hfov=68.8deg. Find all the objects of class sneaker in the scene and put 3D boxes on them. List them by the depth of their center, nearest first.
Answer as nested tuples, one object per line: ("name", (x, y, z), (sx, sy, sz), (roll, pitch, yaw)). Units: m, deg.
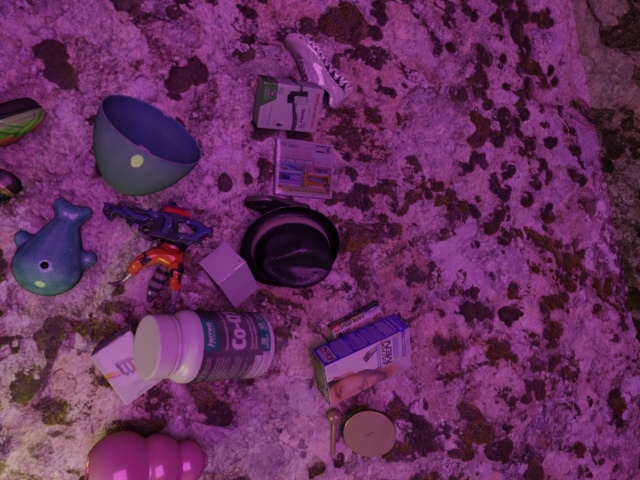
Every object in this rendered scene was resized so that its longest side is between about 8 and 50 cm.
("sneaker", (-0.968, -0.321, 1.171), (0.481, 0.185, 0.203), (-12, 98, -22))
("sneaker", (-0.146, -0.076, 1.545), (0.227, 0.087, 0.131), (13, 78, -26))
("sneaker", (-0.021, -0.578, 1.596), (0.292, 0.110, 0.118), (43, 84, -15))

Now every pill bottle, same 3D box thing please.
("pill bottle", (-0.329, 0.304, 1.349), (0.360, 0.204, 0.205), (10, 86, -43))

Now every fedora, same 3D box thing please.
("fedora", (-0.082, 0.052, 1.481), (0.333, 0.152, 0.335), (-8, 119, -15))

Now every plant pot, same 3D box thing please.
("plant pot", (-0.516, -0.240, 1.325), (0.290, 0.290, 0.195), (33, 114, -18))

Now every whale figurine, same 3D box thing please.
("whale figurine", (-0.728, 0.019, 1.284), (0.216, 0.141, 0.272), (23, 81, -20))

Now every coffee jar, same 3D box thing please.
("coffee jar", (-0.893, -0.114, 1.244), (0.184, 0.096, 0.079), (-46, 108, -15))

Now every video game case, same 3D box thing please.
("video game case", (-0.057, -0.247, 1.617), (0.212, 0.023, 0.194), (3, 88, -22))

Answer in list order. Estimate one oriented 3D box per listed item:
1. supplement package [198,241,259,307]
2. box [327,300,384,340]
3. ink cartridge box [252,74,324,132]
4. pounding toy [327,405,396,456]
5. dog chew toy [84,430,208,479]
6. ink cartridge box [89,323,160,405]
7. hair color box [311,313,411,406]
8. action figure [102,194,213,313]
("supplement package", (-0.277, 0.108, 1.432), (0.105, 0.179, 0.105), (-40, 62, -17))
("box", (0.136, 0.313, 1.681), (0.206, 0.036, 0.114), (-23, 98, -20))
("ink cartridge box", (-0.106, -0.445, 1.533), (0.208, 0.087, 0.153), (0, 122, -22))
("pounding toy", (0.149, 0.659, 1.664), (0.236, 0.110, 0.183), (-3, 103, 7))
("dog chew toy", (-0.493, 0.655, 1.350), (0.331, 0.206, 0.207), (9, 86, -30))
("ink cartridge box", (-0.557, 0.354, 1.356), (0.127, 0.128, 0.176), (-34, 101, -18))
("hair color box", (0.149, 0.409, 1.617), (0.338, 0.110, 0.185), (-19, 120, -19))
("action figure", (-0.495, 0.009, 1.401), (0.340, 0.178, 0.331), (21, 74, 7))
